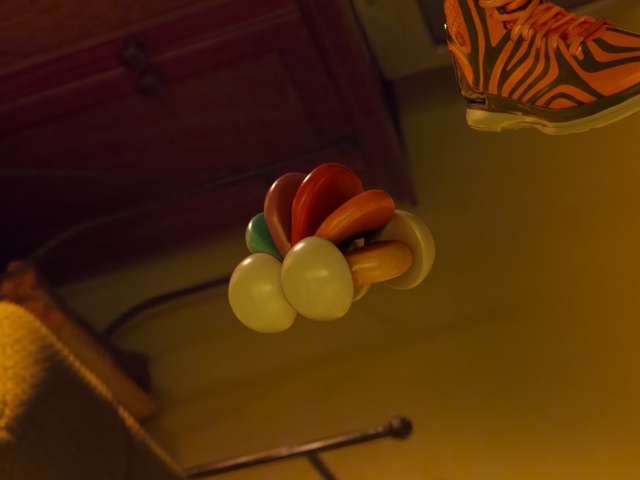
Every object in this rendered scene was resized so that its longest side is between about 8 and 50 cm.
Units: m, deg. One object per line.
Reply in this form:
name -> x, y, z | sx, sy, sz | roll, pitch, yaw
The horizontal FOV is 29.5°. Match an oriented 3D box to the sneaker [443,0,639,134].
sneaker -> 0.222, -0.207, 1.214 | 0.321, 0.124, 0.180 | 2, -61, 57

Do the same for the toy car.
toy car -> 0.000, 0.000, 1.113 | 0.159, 0.182, 0.136 | -20, 92, -43
